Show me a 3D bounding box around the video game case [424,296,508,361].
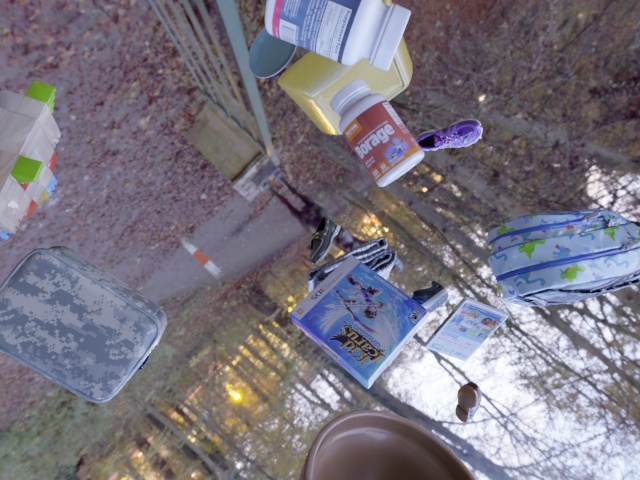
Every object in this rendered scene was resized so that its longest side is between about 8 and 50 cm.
[{"bbox_3d":[0.247,0.154,0.734,0.011,0.087,0.122,-89,-156,-57],"label":"video game case"}]

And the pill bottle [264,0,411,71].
[{"bbox_3d":[0.025,-0.306,0.590,0.108,0.180,0.108,-159,-90,-89],"label":"pill bottle"}]

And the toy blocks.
[{"bbox_3d":[-0.744,-0.164,1.053,0.261,0.190,0.382,136,-32,-66],"label":"toy blocks"}]

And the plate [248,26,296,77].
[{"bbox_3d":[-0.136,-0.563,1.273,0.188,0.188,0.024,-47,147,15],"label":"plate"}]

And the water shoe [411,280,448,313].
[{"bbox_3d":[0.325,0.211,1.423,0.203,0.080,0.073,-28,138,-13],"label":"water shoe"}]

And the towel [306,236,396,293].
[{"bbox_3d":[0.099,0.125,1.406,0.283,0.121,0.235,-25,159,-12],"label":"towel"}]

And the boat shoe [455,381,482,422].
[{"bbox_3d":[0.499,0.527,1.435,0.073,0.073,0.207,-29,140,-25],"label":"boat shoe"}]

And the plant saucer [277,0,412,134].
[{"bbox_3d":[0.098,-0.428,1.161,0.332,0.081,0.332,-34,160,13],"label":"plant saucer"}]

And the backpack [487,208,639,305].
[{"bbox_3d":[0.574,0.045,1.033,0.355,0.274,0.290,-22,176,-21],"label":"backpack"}]

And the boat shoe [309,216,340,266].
[{"bbox_3d":[0.000,0.000,1.406,0.081,0.068,0.228,-44,-169,34],"label":"boat shoe"}]

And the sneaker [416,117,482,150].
[{"bbox_3d":[0.320,-0.256,1.087,0.169,0.069,0.071,-11,-165,34],"label":"sneaker"}]

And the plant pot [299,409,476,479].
[{"bbox_3d":[0.076,0.330,0.496,0.110,0.237,0.237,-67,169,25],"label":"plant pot"}]

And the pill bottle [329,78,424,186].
[{"bbox_3d":[0.117,-0.235,0.935,0.121,0.216,0.121,-35,177,-2],"label":"pill bottle"}]

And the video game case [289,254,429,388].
[{"bbox_3d":[0.099,0.196,1.115,0.244,0.269,0.061,-42,151,-23],"label":"video game case"}]

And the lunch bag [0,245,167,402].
[{"bbox_3d":[-0.484,0.163,0.908,0.213,0.305,0.256,-56,-167,-6],"label":"lunch bag"}]
